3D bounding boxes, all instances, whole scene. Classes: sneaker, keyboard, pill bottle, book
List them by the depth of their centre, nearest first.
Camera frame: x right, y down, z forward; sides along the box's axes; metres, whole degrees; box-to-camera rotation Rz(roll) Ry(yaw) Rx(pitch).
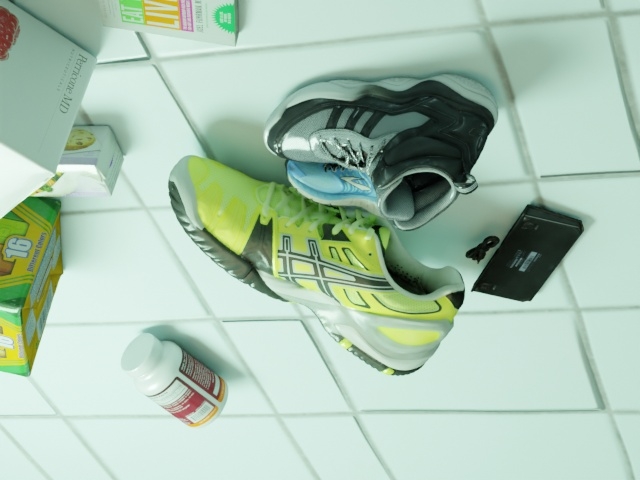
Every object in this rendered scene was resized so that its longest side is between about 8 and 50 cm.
[{"bbox_3d":[-0.157,-0.249,1.544,0.144,0.035,0.096,9,148,4],"label":"book"},{"bbox_3d":[0.051,-0.091,1.586,0.269,0.153,0.101,-5,140,23],"label":"sneaker"},{"bbox_3d":[0.040,-0.079,1.703,0.162,0.063,0.073,12,126,-5],"label":"sneaker"},{"bbox_3d":[0.000,0.000,1.750,0.385,0.145,0.147,32,122,-14],"label":"sneaker"},{"bbox_3d":[0.234,0.014,1.787,0.108,0.023,0.180,12,144,-10],"label":"keyboard"},{"bbox_3d":[-0.209,0.197,2.119,0.086,0.086,0.152,-19,133,36],"label":"pill bottle"}]

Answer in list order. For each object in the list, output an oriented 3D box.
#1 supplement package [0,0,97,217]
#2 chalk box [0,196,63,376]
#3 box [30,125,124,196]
[{"bbox_3d":[-0.422,-0.175,1.597,0.293,0.177,0.175,32,140,-26],"label":"supplement package"},{"bbox_3d":[-0.492,0.033,1.904,0.289,0.180,0.179,12,145,-1],"label":"chalk box"},{"bbox_3d":[-0.400,-0.096,1.795,0.324,0.067,0.063,2,142,16],"label":"box"}]
